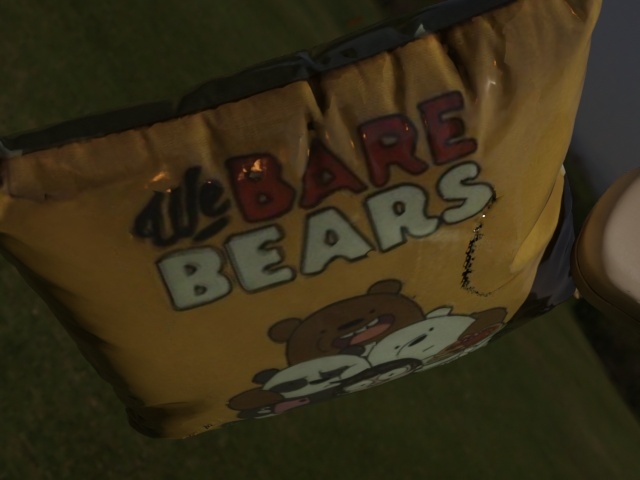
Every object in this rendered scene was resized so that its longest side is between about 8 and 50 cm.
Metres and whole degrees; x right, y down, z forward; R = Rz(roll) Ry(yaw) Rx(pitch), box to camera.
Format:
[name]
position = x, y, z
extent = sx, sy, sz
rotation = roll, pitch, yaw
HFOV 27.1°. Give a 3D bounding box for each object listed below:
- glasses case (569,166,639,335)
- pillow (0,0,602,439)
[glasses case]
position = 0.228, 0.035, 0.702
extent = 0.196, 0.083, 0.050
rotation = 30, -20, 8
[pillow]
position = 0.000, 0.000, 0.694
extent = 0.312, 0.310, 0.119
rotation = 73, 2, -59
